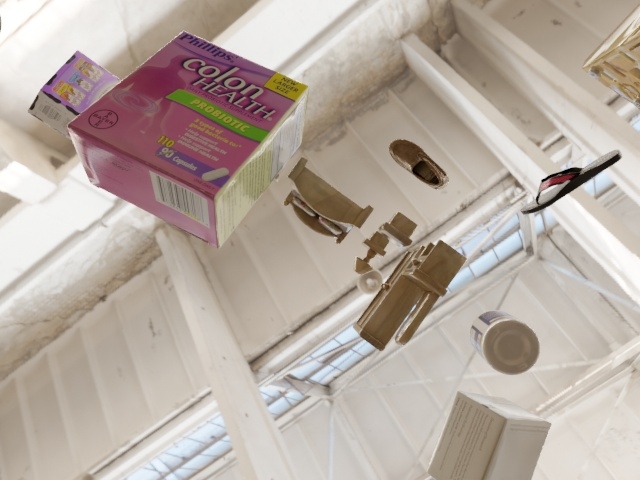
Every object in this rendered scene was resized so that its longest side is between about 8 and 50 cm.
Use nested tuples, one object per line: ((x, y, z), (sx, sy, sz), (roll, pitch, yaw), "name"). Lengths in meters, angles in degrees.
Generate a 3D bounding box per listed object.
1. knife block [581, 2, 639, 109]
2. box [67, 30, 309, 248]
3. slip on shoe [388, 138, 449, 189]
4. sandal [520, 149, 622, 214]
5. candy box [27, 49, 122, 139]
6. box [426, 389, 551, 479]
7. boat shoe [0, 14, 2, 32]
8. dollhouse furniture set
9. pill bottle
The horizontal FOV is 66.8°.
((0.399, -0.261, 0.442), (0.088, 0.276, 0.242), (37, -82, 2), "knife block")
((-0.168, -0.148, 0.681), (0.214, 0.117, 0.242), (27, -124, 9), "box")
((0.179, -0.143, 0.907), (0.135, 0.041, 0.051), (46, -62, 16), "slip on shoe")
((0.419, -0.106, 0.833), (0.040, 0.067, 0.179), (49, -56, -2), "sandal")
((-0.434, -0.255, 0.961), (0.070, 0.196, 0.164), (-36, -148, 34), "candy box")
((0.334, 0.410, 0.960), (0.119, 0.181, 0.181), (21, -90, 53), "box")
((-0.390, -0.169, 0.493), (0.079, 0.084, 0.232), (-2, -122, 29), "boat shoe")
((0.000, 0.000, 0.778), (0.356, 0.303, 0.173), (36, -95, 0), "dollhouse furniture set")
((0.323, 0.176, 0.876), (0.094, 0.169, 0.094), (0, -90, 7), "pill bottle")
